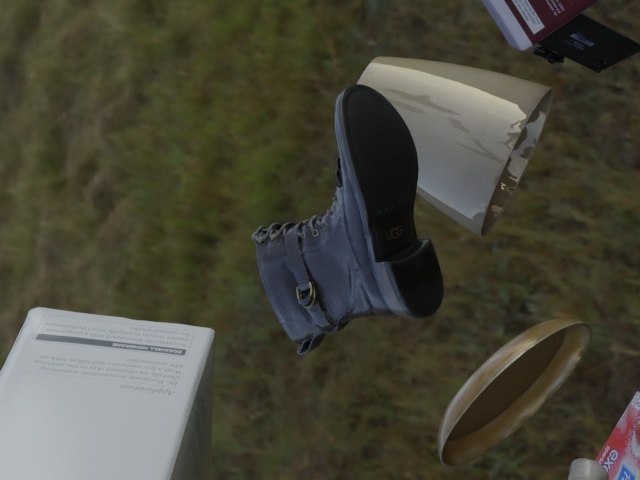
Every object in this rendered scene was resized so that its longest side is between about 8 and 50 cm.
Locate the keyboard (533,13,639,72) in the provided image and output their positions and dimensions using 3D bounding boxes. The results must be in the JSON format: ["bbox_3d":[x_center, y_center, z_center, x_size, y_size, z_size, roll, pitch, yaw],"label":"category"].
[{"bbox_3d":[0.330,-0.265,1.815,0.108,0.180,0.023,-26,57,42],"label":"keyboard"}]

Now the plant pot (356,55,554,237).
[{"bbox_3d":[0.188,-0.178,2.162,0.256,0.274,0.256,-57,-14,-23],"label":"plant pot"}]

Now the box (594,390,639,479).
[{"bbox_3d":[0.452,0.353,1.912,0.257,0.122,0.128,-63,36,17],"label":"box"}]

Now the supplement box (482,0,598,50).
[{"bbox_3d":[0.268,-0.318,1.426,0.239,0.130,0.073,-34,13,5],"label":"supplement box"}]

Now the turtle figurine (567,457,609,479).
[{"bbox_3d":[0.320,0.403,1.569,0.198,0.274,0.266,-28,25,49],"label":"turtle figurine"}]

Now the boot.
[{"bbox_3d":[0.004,-0.014,1.427,0.229,0.091,0.263,-11,93,49],"label":"boot"}]

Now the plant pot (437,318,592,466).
[{"bbox_3d":[0.221,0.172,1.615,0.032,0.236,0.236,46,136,25],"label":"plant pot"}]

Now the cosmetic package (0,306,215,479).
[{"bbox_3d":[-0.153,0.202,0.903,0.225,0.138,0.224,-76,-8,-59],"label":"cosmetic package"}]
